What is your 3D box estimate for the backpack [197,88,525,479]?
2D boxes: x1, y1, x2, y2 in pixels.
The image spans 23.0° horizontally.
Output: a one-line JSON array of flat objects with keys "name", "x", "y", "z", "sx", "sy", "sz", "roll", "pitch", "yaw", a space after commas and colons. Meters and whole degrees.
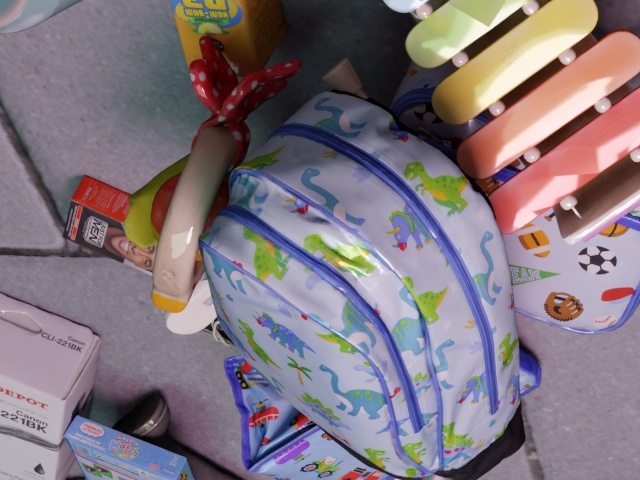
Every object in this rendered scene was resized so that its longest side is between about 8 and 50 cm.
[{"name": "backpack", "x": 0.037, "y": 0.040, "z": 1.347, "sx": 0.290, "sy": 0.273, "sz": 0.355, "roll": 41, "pitch": 145, "yaw": 26}]

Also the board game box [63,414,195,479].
[{"name": "board game box", "x": -0.233, "y": 0.312, "z": 2.037, "sx": 0.160, "sy": 0.039, "sz": 0.211, "roll": 19, "pitch": 150, "yaw": 17}]

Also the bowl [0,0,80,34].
[{"name": "bowl", "x": -0.304, "y": -0.305, "z": 1.392, "sx": 0.312, "sy": 0.163, "sz": 0.311, "roll": 13, "pitch": 138, "yaw": 12}]

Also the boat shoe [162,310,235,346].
[{"name": "boat shoe", "x": -0.094, "y": 0.081, "z": 1.787, "sx": 0.219, "sy": 0.070, "sz": 0.078, "roll": -4, "pitch": 133, "yaw": 29}]

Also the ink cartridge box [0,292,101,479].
[{"name": "ink cartridge box", "x": -0.405, "y": 0.201, "z": 2.034, "sx": 0.197, "sy": 0.114, "sz": 0.273, "roll": 22, "pitch": 139, "yaw": 3}]

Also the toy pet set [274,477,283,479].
[{"name": "toy pet set", "x": 0.007, "y": 0.346, "z": 2.035, "sx": 0.122, "sy": 0.065, "sz": 0.114, "roll": -24, "pitch": 122, "yaw": 42}]

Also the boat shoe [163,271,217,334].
[{"name": "boat shoe", "x": -0.103, "y": 0.031, "z": 1.736, "sx": 0.066, "sy": 0.063, "sz": 0.184, "roll": 25, "pitch": 123, "yaw": -38}]

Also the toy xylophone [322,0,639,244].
[{"name": "toy xylophone", "x": 0.147, "y": -0.134, "z": 1.332, "sx": 0.323, "sy": 0.081, "sz": 0.236, "roll": 44, "pitch": 109, "yaw": -5}]

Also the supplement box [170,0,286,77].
[{"name": "supplement box", "x": -0.095, "y": -0.256, "z": 1.411, "sx": 0.078, "sy": 0.080, "sz": 0.233, "roll": 8, "pitch": 141, "yaw": 19}]

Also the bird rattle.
[{"name": "bird rattle", "x": -0.094, "y": -0.047, "z": 1.430, "sx": 0.143, "sy": 0.207, "sz": 0.253, "roll": 23, "pitch": 141, "yaw": -6}]

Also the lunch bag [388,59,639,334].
[{"name": "lunch bag", "x": 0.184, "y": -0.051, "z": 1.480, "sx": 0.303, "sy": 0.115, "sz": 0.243, "roll": 21, "pitch": 138, "yaw": 2}]

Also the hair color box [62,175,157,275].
[{"name": "hair color box", "x": -0.213, "y": -0.010, "z": 1.764, "sx": 0.141, "sy": 0.043, "sz": 0.072, "roll": 23, "pitch": 139, "yaw": 0}]

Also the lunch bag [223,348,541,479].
[{"name": "lunch bag", "x": 0.084, "y": 0.155, "z": 1.694, "sx": 0.293, "sy": 0.138, "sz": 0.221, "roll": -28, "pitch": 149, "yaw": 25}]

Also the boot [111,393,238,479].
[{"name": "boot", "x": -0.171, "y": 0.296, "z": 2.059, "sx": 0.208, "sy": 0.076, "sz": 0.189, "roll": 39, "pitch": 152, "yaw": -8}]
